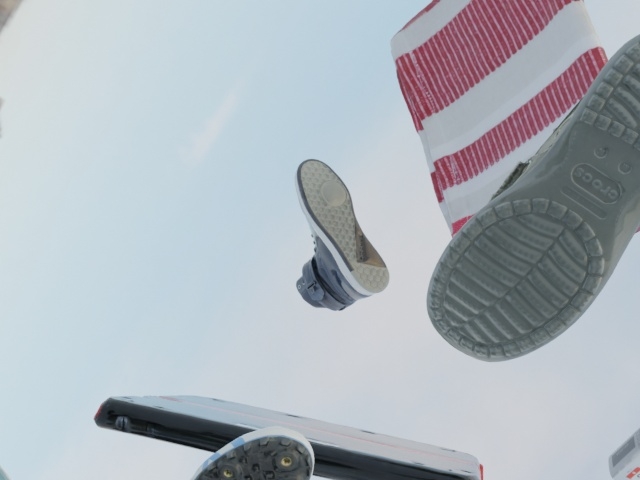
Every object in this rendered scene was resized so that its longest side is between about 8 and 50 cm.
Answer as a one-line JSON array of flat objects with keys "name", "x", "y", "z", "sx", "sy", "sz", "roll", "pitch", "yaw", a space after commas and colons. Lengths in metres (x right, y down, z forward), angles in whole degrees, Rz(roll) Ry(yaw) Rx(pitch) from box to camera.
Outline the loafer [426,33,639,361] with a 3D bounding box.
[{"name": "loafer", "x": 0.164, "y": -0.023, "z": 0.664, "sx": 0.251, "sy": 0.094, "sz": 0.087, "roll": -51, "pitch": 171, "yaw": 25}]

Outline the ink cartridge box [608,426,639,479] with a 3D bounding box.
[{"name": "ink cartridge box", "x": 0.468, "y": 0.273, "z": 1.275, "sx": 0.145, "sy": 0.179, "sz": 0.045, "roll": -56, "pitch": -170, "yaw": 33}]

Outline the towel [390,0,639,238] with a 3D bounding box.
[{"name": "towel", "x": 0.180, "y": -0.121, "z": 0.999, "sx": 0.237, "sy": 0.037, "sz": 0.329, "roll": -38, "pitch": -120, "yaw": 47}]

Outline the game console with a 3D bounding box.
[{"name": "game console", "x": -0.014, "y": 0.231, "z": 1.133, "sx": 0.342, "sy": 0.386, "sz": 0.060, "roll": 39, "pitch": 62, "yaw": -78}]

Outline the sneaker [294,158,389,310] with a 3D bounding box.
[{"name": "sneaker", "x": -0.001, "y": 0.001, "z": 1.589, "sx": 0.226, "sy": 0.086, "sz": 0.163, "roll": 64, "pitch": -32, "yaw": 6}]

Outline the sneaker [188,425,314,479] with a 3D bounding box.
[{"name": "sneaker", "x": -0.076, "y": 0.216, "z": 0.885, "sx": 0.237, "sy": 0.085, "sz": 0.086, "roll": -51, "pitch": -169, "yaw": 40}]

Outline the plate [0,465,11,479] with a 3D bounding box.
[{"name": "plate", "x": -0.288, "y": 0.206, "z": 0.812, "sx": 0.188, "sy": 0.188, "sz": 0.024, "roll": -32, "pitch": -173, "yaw": 47}]
